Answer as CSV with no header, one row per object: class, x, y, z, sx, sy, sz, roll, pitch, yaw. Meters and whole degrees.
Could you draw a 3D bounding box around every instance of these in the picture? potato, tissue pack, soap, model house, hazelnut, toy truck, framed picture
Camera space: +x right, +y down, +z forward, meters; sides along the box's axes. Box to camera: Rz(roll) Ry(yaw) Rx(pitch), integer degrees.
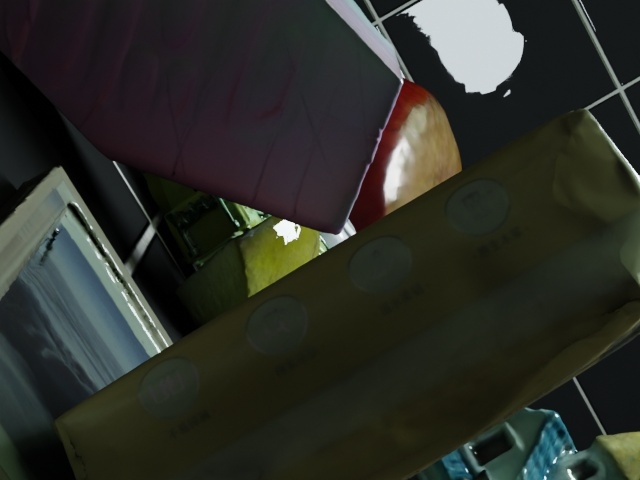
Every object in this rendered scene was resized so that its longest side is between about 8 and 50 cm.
potato,-0.027,0.021,0.875,0.081,0.149,0.120,56,-35,0
tissue pack,0.025,0.049,0.432,0.090,0.222,0.186,58,3,11
soap,-0.104,-0.150,0.778,0.324,0.193,0.109,20,17,-7
model house,0.190,0.251,1.057,0.194,0.325,0.267,61,0,-44
hazelnut,0.054,-0.052,1.608,0.359,0.359,0.409,-113,-155,-76
toy truck,-0.072,0.006,0.998,0.259,0.128,0.135,61,16,14
framed picture,-0.038,0.183,0.504,0.446,0.028,0.326,60,2,-14

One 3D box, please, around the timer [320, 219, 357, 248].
timer,0.000,0.000,1.275,0.178,0.078,0.253,59,5,32
